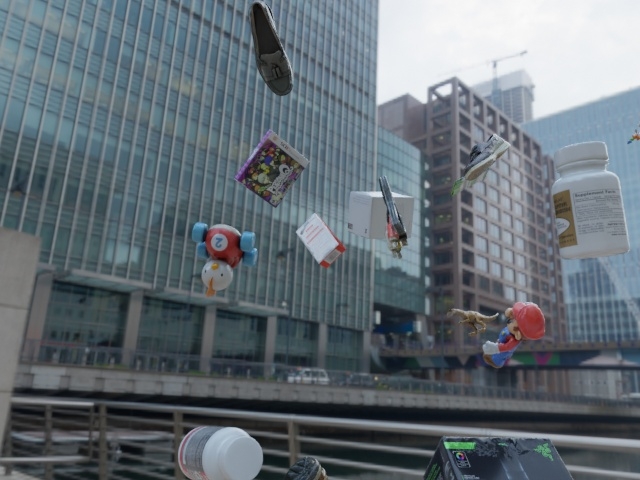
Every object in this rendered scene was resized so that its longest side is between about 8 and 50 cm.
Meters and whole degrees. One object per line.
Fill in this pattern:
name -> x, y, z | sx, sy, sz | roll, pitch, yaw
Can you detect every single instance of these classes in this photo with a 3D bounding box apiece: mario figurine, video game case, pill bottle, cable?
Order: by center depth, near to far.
pill bottle -> 0.554, -0.080, 1.165 | 0.131, 0.230, 0.131 | -5, -7, -1
cable -> 0.209, -0.087, 1.753 | 0.072, 0.287, 0.139 | -20, -26, 6
pill bottle -> -0.313, 0.681, 1.772 | 0.176, 0.177, 0.318 | 13, -22, -32
mario figurine -> 0.701, 0.327, 2.078 | 0.170, 0.198, 0.321 | 16, -43, -2
video game case -> -0.185, -0.273, 2.159 | 0.210, 0.232, 0.042 | 36, 0, -36

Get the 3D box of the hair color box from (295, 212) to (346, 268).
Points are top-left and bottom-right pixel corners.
hair color box -> 0.000, 0.000, 1.824 | 0.093, 0.167, 0.053 | -45, -38, 10

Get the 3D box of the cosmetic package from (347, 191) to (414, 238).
cosmetic package -> 0.215, -0.092, 2.009 | 0.183, 0.152, 0.151 | -2, 12, -28

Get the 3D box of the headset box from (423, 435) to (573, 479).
headset box -> 0.352, 0.503, 1.034 | 0.246, 0.283, 0.131 | 6, -59, -12

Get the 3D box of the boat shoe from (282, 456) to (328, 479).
boat shoe -> -0.098, 0.783, 1.616 | 0.120, 0.324, 0.122 | 54, -15, -25

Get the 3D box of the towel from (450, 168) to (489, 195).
towel -> 0.581, -0.229, 2.174 | 0.152, 0.023, 0.113 | -29, -22, -5

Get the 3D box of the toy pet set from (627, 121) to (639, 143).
toy pet set -> 1.075, -0.384, 1.857 | 0.114, 0.065, 0.122 | -23, 7, 46

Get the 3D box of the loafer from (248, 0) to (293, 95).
loafer -> -0.149, -0.544, 1.593 | 0.096, 0.268, 0.084 | -17, 11, 4

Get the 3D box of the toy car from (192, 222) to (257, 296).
toy car -> -0.363, 0.086, 2.008 | 0.219, 0.238, 0.210 | 10, -33, 5

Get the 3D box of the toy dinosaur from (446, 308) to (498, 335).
toy dinosaur -> 0.555, 0.278, 1.976 | 0.211, 0.112, 0.064 | 10, -37, -11

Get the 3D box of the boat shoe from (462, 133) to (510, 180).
boat shoe -> 0.583, -0.305, 2.023 | 0.285, 0.092, 0.103 | -35, -14, -36
